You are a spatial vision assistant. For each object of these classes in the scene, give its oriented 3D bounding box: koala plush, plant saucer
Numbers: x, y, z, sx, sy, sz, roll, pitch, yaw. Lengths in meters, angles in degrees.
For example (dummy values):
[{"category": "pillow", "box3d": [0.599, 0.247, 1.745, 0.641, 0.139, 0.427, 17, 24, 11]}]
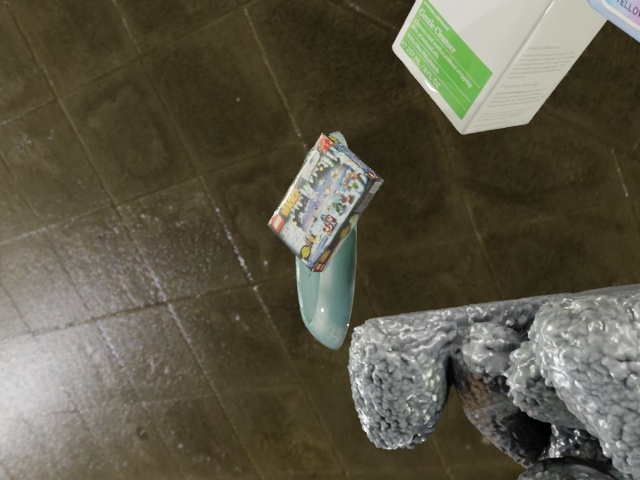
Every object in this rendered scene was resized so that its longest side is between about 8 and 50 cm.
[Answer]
[{"category": "koala plush", "box3d": [0.152, 0.139, 0.394, 0.196, 0.203, 0.221, -15, 81, 50]}, {"category": "plant saucer", "box3d": [0.000, 0.000, 1.043, 0.043, 0.318, 0.318, 0, 123, -10]}]

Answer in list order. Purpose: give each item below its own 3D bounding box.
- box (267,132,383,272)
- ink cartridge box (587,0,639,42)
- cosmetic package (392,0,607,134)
[{"category": "box", "box3d": [0.003, -0.044, 0.841, 0.094, 0.027, 0.137, 46, 115, 31]}, {"category": "ink cartridge box", "box3d": [0.292, -0.266, 0.259, 0.151, 0.270, 0.395, 49, 157, 27]}, {"category": "cosmetic package", "box3d": [0.271, -0.341, 0.932, 0.197, 0.155, 0.366, 57, 142, 26]}]
